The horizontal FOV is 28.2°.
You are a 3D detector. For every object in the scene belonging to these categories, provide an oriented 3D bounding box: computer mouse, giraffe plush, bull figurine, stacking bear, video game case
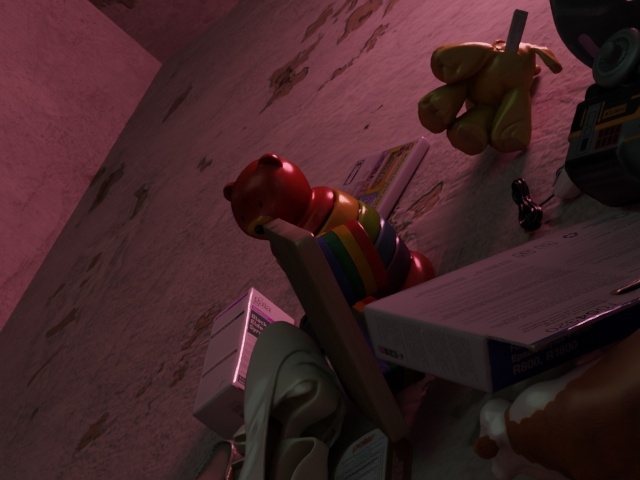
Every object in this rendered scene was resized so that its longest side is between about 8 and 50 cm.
[{"bbox_3d":[0.314,-0.090,1.590,0.193,0.042,0.106,-39,22,27],"label":"computer mouse"},{"bbox_3d":[0.244,-0.227,1.839,0.210,0.181,0.170,-59,-2,6],"label":"giraffe plush"},{"bbox_3d":[0.273,0.149,1.038,0.310,0.188,0.101,-42,-3,27],"label":"bull figurine"},{"bbox_3d":[0.000,0.000,1.724,0.175,0.289,0.164,-31,28,41],"label":"stacking bear"},{"bbox_3d":[0.072,-0.068,2.075,0.193,0.023,0.212,-14,40,58],"label":"video game case"}]

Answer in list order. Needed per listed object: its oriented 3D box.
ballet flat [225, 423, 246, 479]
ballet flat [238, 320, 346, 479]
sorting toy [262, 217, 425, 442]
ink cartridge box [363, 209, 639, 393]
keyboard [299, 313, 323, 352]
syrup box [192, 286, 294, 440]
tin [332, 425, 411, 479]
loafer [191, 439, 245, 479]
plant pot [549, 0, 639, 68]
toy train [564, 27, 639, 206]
[{"bbox_3d":[-0.085,0.284,1.681,0.077,0.091,0.241,-11,34,16],"label":"ballet flat"},{"bbox_3d":[-0.029,0.251,1.576,0.139,0.139,0.400,-33,33,38],"label":"ballet flat"},{"bbox_3d":[0.042,0.085,1.534,0.089,0.257,0.255,-27,9,-7],"label":"sorting toy"},{"bbox_3d":[0.251,0.054,1.210,0.324,0.071,0.330,-19,11,-20],"label":"ink cartridge box"},{"bbox_3d":[0.009,0.115,1.893,0.180,0.023,0.108,-53,27,-11],"label":"keyboard"},{"bbox_3d":[-0.112,0.187,1.911,0.096,0.093,0.237,-39,23,27],"label":"syrup box"},{"bbox_3d":[0.055,0.292,1.472,0.106,0.040,0.190,-34,25,26],"label":"tin"},{"bbox_3d":[-0.182,0.390,1.675,0.112,0.111,0.319,-27,30,46],"label":"loafer"},{"bbox_3d":[0.405,-0.393,1.567,0.341,0.341,0.334,-34,33,36],"label":"plant pot"},{"bbox_3d":[0.410,-0.149,1.385,0.334,0.142,0.190,-14,53,55],"label":"toy train"}]
